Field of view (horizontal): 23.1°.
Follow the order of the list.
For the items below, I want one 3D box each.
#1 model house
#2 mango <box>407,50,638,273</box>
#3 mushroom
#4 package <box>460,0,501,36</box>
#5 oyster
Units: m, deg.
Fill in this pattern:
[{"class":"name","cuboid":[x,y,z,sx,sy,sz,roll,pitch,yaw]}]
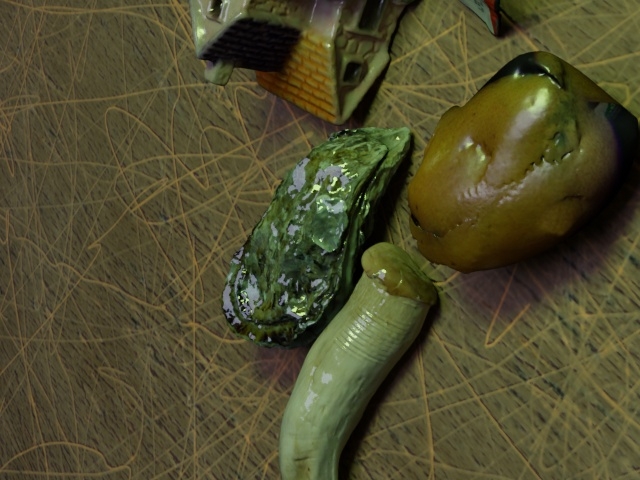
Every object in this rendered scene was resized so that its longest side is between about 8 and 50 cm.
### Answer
[{"class":"model house","cuboid":[-0.027,-0.284,2.009,0.202,0.237,0.237,32,110,40]},{"class":"mango","cuboid":[0.217,-0.075,1.745,0.287,0.152,0.201,-37,51,37]},{"class":"mushroom","cuboid":[0.034,0.170,1.946,0.122,0.095,0.351,32,109,29]},{"class":"package","cuboid":[0.132,-0.348,1.860,0.232,0.166,0.040,42,83,18]},{"class":"oyster","cuboid":[0.000,-0.006,1.997,0.162,0.158,0.351,36,104,6]}]
